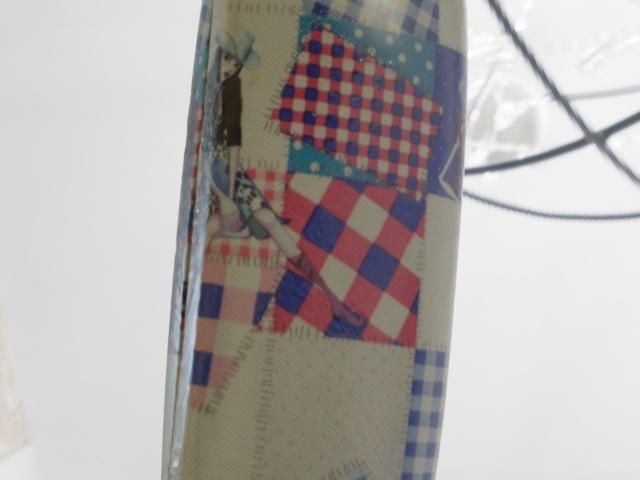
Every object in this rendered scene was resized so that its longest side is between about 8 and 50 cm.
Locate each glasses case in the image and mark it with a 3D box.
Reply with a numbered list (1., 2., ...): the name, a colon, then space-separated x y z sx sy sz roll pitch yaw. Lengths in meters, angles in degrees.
1. glasses case: 0.000 0.000 0.629 0.076 0.125 0.327 177 -82 -65
